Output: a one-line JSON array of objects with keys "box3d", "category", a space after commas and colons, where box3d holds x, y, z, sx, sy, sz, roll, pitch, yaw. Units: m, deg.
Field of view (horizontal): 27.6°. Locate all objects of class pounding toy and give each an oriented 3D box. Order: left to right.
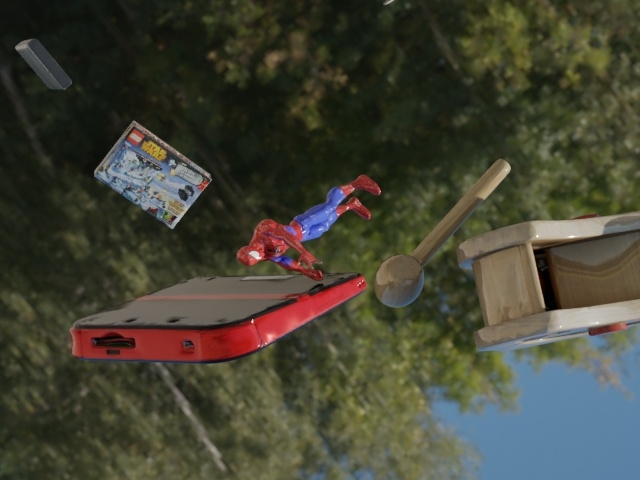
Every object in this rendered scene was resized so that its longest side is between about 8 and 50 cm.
[{"box3d": [0.172, -0.004, 0.950, 0.270, 0.154, 0.154, -11, 171, -2], "category": "pounding toy"}]

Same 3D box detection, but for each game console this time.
[{"box3d": [-0.169, 0.118, 2.057, 0.387, 0.060, 0.342, -2, -169, 39], "category": "game console"}]

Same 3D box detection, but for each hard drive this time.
[{"box3d": [-0.462, -0.293, 2.173, 0.022, 0.094, 0.135, -43, -161, -11], "category": "hard drive"}]

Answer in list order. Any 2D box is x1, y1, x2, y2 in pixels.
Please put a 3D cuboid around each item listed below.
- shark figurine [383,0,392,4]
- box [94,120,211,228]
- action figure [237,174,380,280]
[{"box3d": [0.122, -0.407, 1.540, 0.166, 0.116, 0.278, -41, 177, -19], "category": "shark figurine"}, {"box3d": [-0.235, -0.092, 1.833, 0.094, 0.137, 0.027, -50, -159, 11], "category": "box"}, {"box3d": [0.000, 0.000, 2.038, 0.280, 0.139, 0.091, -24, 147, -36], "category": "action figure"}]
